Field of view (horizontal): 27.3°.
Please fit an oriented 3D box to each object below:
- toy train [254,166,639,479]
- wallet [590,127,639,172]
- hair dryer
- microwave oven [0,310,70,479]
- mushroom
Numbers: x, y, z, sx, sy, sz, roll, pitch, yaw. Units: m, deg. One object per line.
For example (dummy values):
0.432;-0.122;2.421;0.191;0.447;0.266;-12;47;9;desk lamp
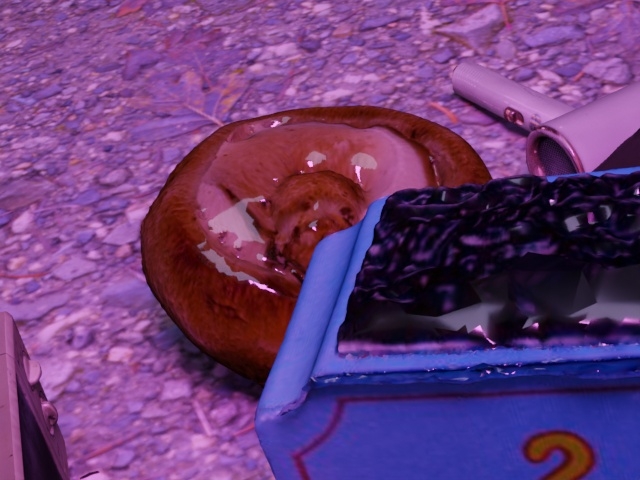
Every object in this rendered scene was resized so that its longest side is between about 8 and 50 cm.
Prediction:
0.130;0.096;0.663;0.300;0.265;0.188;-6;37;20;toy train
0.309;0.032;0.841;0.197;0.051;0.377;-44;44;-4;wallet
0.191;-0.106;1.094;0.131;0.073;0.236;-26;31;-20;hair dryer
-0.239;0.184;0.758;0.194;0.145;0.240;-18;38;-4;microwave oven
0.000;0.000;0.920;0.253;0.153;0.253;0;39;0;mushroom
